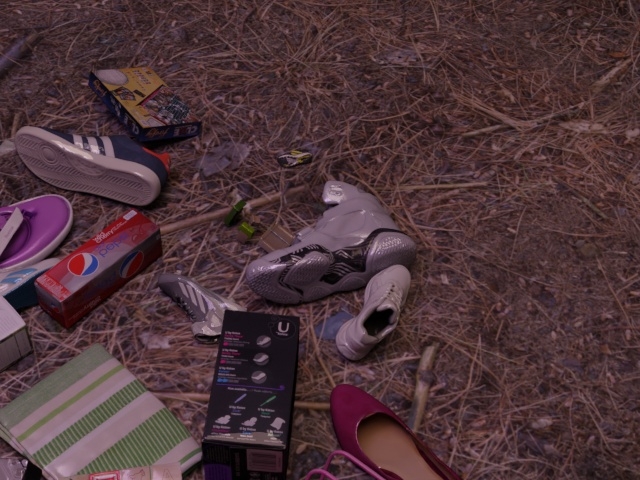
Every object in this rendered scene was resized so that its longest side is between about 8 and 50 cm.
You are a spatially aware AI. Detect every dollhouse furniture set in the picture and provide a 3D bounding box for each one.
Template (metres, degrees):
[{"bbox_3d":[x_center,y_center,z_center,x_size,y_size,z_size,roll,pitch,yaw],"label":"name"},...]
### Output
[{"bbox_3d":[-0.133,-0.016,1.970,0.152,0.058,0.076,38,47,2],"label":"dollhouse furniture set"}]

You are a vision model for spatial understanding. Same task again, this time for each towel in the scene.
[{"bbox_3d":[-0.391,0.348,1.626,0.325,0.038,0.248,36,54,26],"label":"towel"}]

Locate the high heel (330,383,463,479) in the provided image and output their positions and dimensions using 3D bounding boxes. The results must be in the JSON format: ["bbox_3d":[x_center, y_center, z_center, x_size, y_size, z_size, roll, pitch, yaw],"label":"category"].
[{"bbox_3d":[0.144,0.355,1.568,0.127,0.181,0.377,-29,57,-26],"label":"high heel"}]

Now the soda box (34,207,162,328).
[{"bbox_3d":[-0.439,0.053,1.837,0.083,0.092,0.263,34,54,22],"label":"soda box"}]

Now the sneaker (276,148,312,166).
[{"bbox_3d":[-0.062,-0.193,2.128,0.083,0.031,0.035,-7,37,-16],"label":"sneaker"}]

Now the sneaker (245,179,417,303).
[{"bbox_3d":[0.000,0.000,1.898,0.366,0.137,0.210,-10,50,-20],"label":"sneaker"}]

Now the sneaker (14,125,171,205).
[{"bbox_3d":[-0.494,-0.187,2.030,0.350,0.131,0.148,20,42,6],"label":"sneaker"}]

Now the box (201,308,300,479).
[{"bbox_3d":[-0.117,0.279,1.621,0.144,0.165,0.270,5,49,0],"label":"box"}]

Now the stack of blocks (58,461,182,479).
[{"bbox_3d":[-0.256,0.458,1.223,0.171,0.087,0.297,-5,50,-10],"label":"stack of blocks"}]

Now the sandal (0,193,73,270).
[{"bbox_3d":[-0.685,0.008,1.848,0.416,0.102,0.169,-32,59,-28],"label":"sandal"}]

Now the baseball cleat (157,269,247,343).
[{"bbox_3d":[-0.246,0.134,1.800,0.206,0.072,0.109,20,57,17],"label":"baseball cleat"}]

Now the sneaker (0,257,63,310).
[{"bbox_3d":[-0.607,0.087,1.799,0.229,0.087,0.092,-28,55,-28],"label":"sneaker"}]

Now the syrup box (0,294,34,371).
[{"bbox_3d":[-0.656,0.214,1.679,0.237,0.093,0.096,-34,60,-29],"label":"syrup box"}]

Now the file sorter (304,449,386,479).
[{"bbox_3d":[-0.003,0.485,1.392,0.202,0.182,0.291,32,36,22],"label":"file sorter"}]

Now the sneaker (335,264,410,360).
[{"bbox_3d":[0.128,0.133,1.792,0.090,0.115,0.232,40,57,-11],"label":"sneaker"}]

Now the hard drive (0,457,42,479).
[{"bbox_3d":[-0.623,0.452,1.422,0.339,0.064,0.236,-1,58,14],"label":"hard drive"}]

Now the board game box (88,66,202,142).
[{"bbox_3d":[-0.414,-0.324,2.166,0.165,0.042,0.243,-14,49,-41],"label":"board game box"}]
